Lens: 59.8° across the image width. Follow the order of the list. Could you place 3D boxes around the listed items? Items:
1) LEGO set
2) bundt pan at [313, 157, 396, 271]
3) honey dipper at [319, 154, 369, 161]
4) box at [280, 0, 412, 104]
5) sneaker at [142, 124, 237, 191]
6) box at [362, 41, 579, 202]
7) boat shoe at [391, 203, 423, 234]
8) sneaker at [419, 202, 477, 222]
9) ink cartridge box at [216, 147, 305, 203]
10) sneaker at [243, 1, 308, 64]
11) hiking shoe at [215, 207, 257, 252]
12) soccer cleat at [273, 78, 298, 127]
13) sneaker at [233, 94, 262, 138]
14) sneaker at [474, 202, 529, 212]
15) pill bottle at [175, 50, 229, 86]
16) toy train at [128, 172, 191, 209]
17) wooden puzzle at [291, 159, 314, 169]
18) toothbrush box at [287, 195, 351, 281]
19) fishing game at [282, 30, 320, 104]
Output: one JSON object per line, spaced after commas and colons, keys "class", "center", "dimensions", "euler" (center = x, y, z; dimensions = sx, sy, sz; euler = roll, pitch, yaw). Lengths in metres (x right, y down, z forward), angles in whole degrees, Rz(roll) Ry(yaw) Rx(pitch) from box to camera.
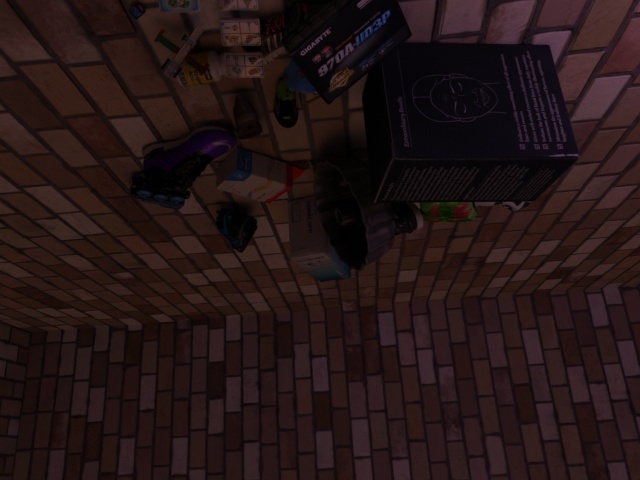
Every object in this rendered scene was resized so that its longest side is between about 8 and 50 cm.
{"class": "LEGO set", "center": [-0.235, -0.407, 1.076], "dimensions": [0.244, 0.060, 0.182], "euler": [-1, 129, 2]}
{"class": "bundt pan", "center": [0.105, -0.086, 1.569], "dimensions": [0.124, 0.330, 0.331], "euler": [-20, 163, -18]}
{"class": "honey dipper", "center": [0.079, -0.237, 1.616], "dimensions": [0.161, 0.030, 0.030], "euler": [-4, 159, -8]}
{"class": "box", "center": [0.055, -0.388, 1.069], "dimensions": [0.220, 0.051, 0.175], "euler": [-38, 150, 8]}
{"class": "sneaker", "center": [-0.346, -0.200, 1.476], "dimensions": [0.293, 0.146, 0.102], "euler": [-13, 157, 24]}
{"class": "box", "center": [0.312, -0.256, 1.239], "dimensions": [0.396, 0.293, 0.212], "euler": [-1, 158, -7]}
{"class": "boat shoe", "center": [0.187, -0.106, 1.659], "dimensions": [0.091, 0.114, 0.302], "euler": [-20, -153, -17]}
{"class": "sneaker", "center": [0.381, -0.160, 1.656], "dimensions": [0.185, 0.202, 0.483], "euler": [2, 177, 8]}
{"class": "ink cartridge box", "center": [-0.173, -0.181, 1.636], "dimensions": [0.231, 0.078, 0.134], "euler": [14, 153, -32]}
{"class": "sneaker", "center": [-0.094, -0.412, 1.093], "dimensions": [0.075, 0.063, 0.170], "euler": [13, 154, -39]}
{"class": "hiking shoe", "center": [-0.302, -0.047, 1.975], "dimensions": [0.132, 0.113, 0.304], "euler": [30, 161, -1]}
{"class": "soccer cleat", "center": [-0.083, -0.312, 1.334], "dimensions": [0.060, 0.072, 0.179], "euler": [-3, 159, -3]}
{"class": "sneaker", "center": [-0.181, -0.303, 1.370], "dimensions": [0.066, 0.071, 0.188], "euler": [-15, 178, -9]}
{"class": "sneaker", "center": [0.607, -0.138, 1.857], "dimensions": [0.235, 0.094, 0.153], "euler": [-19, 147, 11]}
{"class": "pill bottle", "center": [-0.246, -0.367, 1.181], "dimensions": [0.116, 0.065, 0.065], "euler": [-7, 158, 8]}
{"class": "toy train", "center": [-0.491, -0.147, 1.686], "dimensions": [0.184, 0.080, 0.105], "euler": [9, 161, -29]}
{"class": "wooden puzzle", "center": [-0.058, -0.224, 1.653], "dimensions": [0.083, 0.006, 0.049], "euler": [-6, 158, 6]}
{"class": "toothbrush box", "center": [0.000, 0.000, 1.948], "dimensions": [0.126, 0.216, 0.295], "euler": [-11, 158, 17]}
{"class": "fishing game", "center": [0.008, -0.368, 1.160], "dimensions": [0.189, 0.041, 0.264], "euler": [-28, 163, -7]}
